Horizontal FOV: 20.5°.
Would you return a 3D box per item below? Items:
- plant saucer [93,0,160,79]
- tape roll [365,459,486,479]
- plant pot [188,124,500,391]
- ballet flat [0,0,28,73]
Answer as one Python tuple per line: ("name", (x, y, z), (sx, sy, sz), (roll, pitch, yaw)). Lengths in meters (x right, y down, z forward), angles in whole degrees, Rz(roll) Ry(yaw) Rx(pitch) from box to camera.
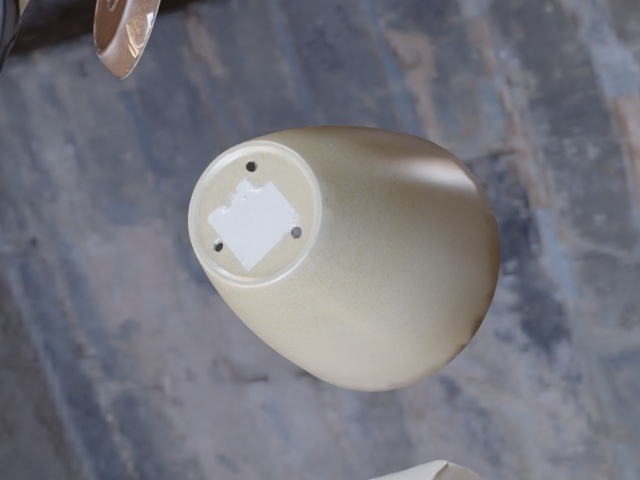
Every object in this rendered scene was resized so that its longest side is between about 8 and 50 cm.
("plant saucer", (-0.188, -0.241, 1.715), (0.029, 0.168, 0.168), (12, 72, -22))
("tape roll", (0.098, 0.326, 1.420), (0.286, 0.100, 0.286), (42, 38, -44))
("plant pot", (0.000, 0.000, 1.606), (0.274, 0.256, 0.256), (20, 66, -65))
("ballet flat", (-0.171, -0.155, 0.878), (0.074, 0.074, 0.203), (-19, 111, -51))
